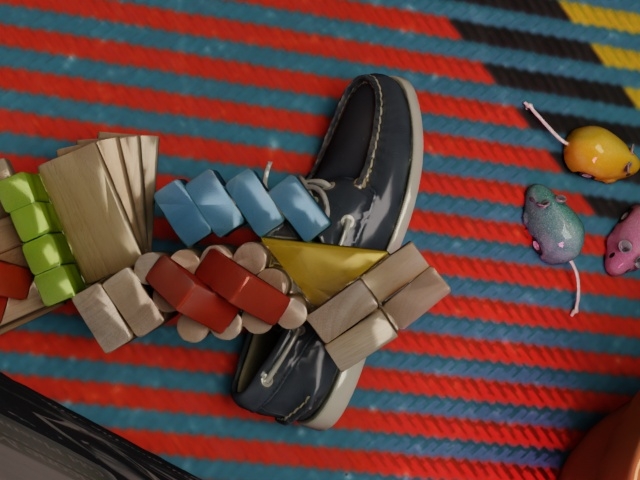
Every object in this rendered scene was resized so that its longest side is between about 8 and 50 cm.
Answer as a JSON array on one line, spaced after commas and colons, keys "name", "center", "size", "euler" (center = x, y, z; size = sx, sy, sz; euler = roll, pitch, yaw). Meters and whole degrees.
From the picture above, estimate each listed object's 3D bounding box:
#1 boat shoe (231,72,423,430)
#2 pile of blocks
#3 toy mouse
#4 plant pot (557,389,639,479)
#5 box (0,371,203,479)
[{"name": "boat shoe", "center": [0.000, 0.000, 1.172], "size": [0.079, 0.095, 0.254], "euler": [19, 86, -27]}, {"name": "pile of blocks", "center": [-0.099, 0.005, 1.065], "size": [0.362, 0.112, 0.149], "euler": [1, 91, 1]}, {"name": "toy mouse", "center": [0.209, -0.013, 1.274], "size": [0.161, 0.031, 0.143], "euler": [21, 77, -15]}, {"name": "plant pot", "center": [0.290, 0.203, 1.182], "size": [0.291, 0.203, 0.291], "euler": [2, 83, -18]}, {"name": "box", "center": [-0.155, 0.259, 0.852], "size": [0.480, 0.472, 0.297], "euler": [30, 89, -14]}]
